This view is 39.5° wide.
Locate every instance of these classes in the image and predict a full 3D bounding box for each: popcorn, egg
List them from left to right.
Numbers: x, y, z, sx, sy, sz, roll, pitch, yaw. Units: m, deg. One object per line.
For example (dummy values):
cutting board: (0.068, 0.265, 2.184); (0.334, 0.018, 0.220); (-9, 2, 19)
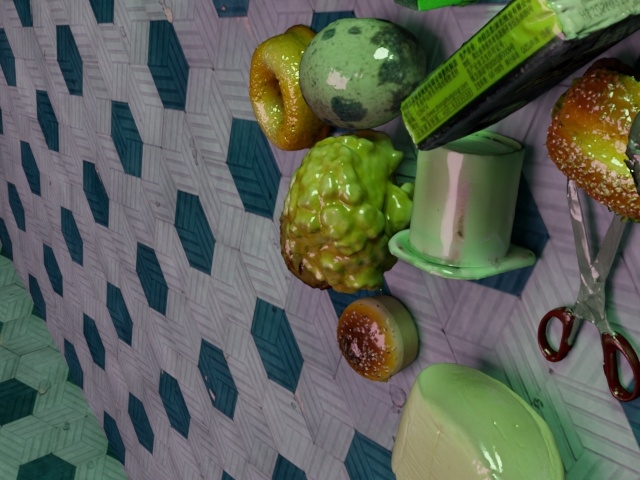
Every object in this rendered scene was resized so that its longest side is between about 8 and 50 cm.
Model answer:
popcorn: (0.047, -0.039, 1.157); (0.170, 0.189, 0.218); (25, 149, 27)
egg: (0.053, -0.208, 1.107); (0.182, 0.141, 0.141); (-2, 105, 51)

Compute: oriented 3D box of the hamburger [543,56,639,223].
hamburger: (0.283, -0.093, 0.820); (0.166, 0.087, 0.137); (44, 122, 30)

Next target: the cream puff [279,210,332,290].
cream puff: (0.000, 0.000, 1.363); (0.149, 0.084, 0.149); (28, 127, 45)

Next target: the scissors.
scissors: (0.292, 0.049, 0.961); (0.144, 0.017, 0.247); (30, 134, 49)

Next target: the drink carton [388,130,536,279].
drink carton: (0.163, -0.049, 1.022); (0.146, 0.144, 0.142); (31, 125, 48)

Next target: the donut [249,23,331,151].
donut: (-0.049, -0.221, 1.331); (0.174, 0.075, 0.190); (57, 147, 24)

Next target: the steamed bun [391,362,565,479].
steamed bun: (0.205, 0.278, 1.109); (0.250, 0.155, 0.200); (49, 140, 42)

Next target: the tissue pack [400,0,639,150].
tissue pack: (0.201, -0.179, 0.849); (0.073, 0.173, 0.235); (62, 148, 4)

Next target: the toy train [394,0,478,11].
toy train: (0.081, -0.322, 1.023); (0.251, 0.119, 0.085); (34, 135, 45)

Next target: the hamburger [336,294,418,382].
hamburger: (0.078, 0.147, 1.315); (0.126, 0.082, 0.141); (63, 148, 14)

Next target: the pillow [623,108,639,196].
pillow: (0.343, -0.164, 0.568); (0.101, 0.228, 0.326); (52, 144, 20)
